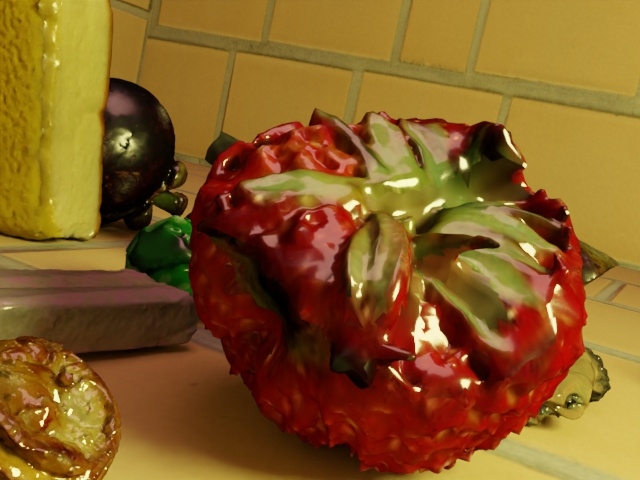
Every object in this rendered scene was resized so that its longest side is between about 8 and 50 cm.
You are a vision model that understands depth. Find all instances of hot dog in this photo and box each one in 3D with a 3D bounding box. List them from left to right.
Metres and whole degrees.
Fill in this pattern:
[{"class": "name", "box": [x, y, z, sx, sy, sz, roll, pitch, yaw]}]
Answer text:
[{"class": "hot dog", "box": [-0.166, 0.082, 0.369, 0.147, 0.065, 0.099, 14, -2, 35]}]

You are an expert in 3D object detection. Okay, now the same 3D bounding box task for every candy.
[{"class": "candy", "box": [-0.053, 0.068, 0.681, 0.323, 0.097, 0.097, 26, 13, 28]}]

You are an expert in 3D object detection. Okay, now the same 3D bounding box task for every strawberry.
[{"class": "strawberry", "box": [0.040, 0.042, 0.506, 0.260, 0.258, 0.261, 6, 44, -6]}]

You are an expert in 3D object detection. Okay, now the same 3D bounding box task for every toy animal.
[{"class": "toy animal", "box": [0.202, 0.117, 0.650, 0.086, 0.069, 0.219, 43, 24, 24]}]

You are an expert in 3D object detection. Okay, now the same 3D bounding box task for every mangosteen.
[{"class": "mangosteen", "box": [-0.307, -0.119, 1.130, 0.265, 0.228, 0.228, 44, -10, -30]}]

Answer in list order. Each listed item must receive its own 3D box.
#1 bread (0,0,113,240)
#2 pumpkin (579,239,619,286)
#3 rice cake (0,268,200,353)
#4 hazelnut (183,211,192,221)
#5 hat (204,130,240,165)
[{"class": "bread", "box": [-0.437, -0.180, 0.950, 0.332, 0.324, 0.143, 14, 16, 14]}, {"class": "pumpkin", "box": [0.193, 0.014, 0.725, 0.131, 0.149, 0.254, 56, 5, 13]}, {"class": "rice cake", "box": [-0.228, 0.053, 0.540, 0.106, 0.050, 0.297, 16, 8, 38]}, {"class": "hazelnut", "box": [-0.156, -0.007, 1.029, 0.086, 0.087, 0.086, 11, 7, -2]}, {"class": "hat", "box": [0.000, 0.000, 1.022, 0.365, 0.258, 0.382, 9, -32, -15]}]
